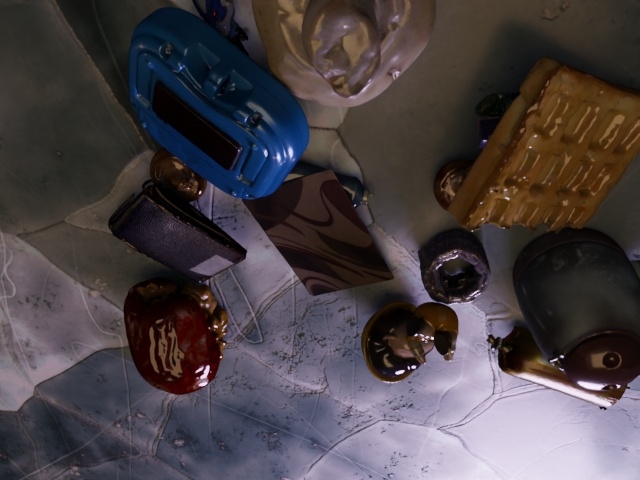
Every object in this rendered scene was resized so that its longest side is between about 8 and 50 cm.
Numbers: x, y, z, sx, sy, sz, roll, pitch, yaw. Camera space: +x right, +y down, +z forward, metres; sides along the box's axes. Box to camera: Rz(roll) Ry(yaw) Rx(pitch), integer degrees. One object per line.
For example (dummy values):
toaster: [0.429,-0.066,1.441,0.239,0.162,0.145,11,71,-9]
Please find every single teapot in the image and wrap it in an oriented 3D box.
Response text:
teapot: [0.560,0.144,1.031,0.315,0.312,0.233,-11,121,15]

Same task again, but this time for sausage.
sausage: [0.534,0.288,1.241,0.318,0.117,0.125,19,108,-1]

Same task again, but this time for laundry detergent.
laundry detergent: [0.008,-0.107,1.107,0.207,0.061,0.096,12,120,0]

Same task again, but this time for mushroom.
mushroom: [-0.296,-0.138,1.122,0.109,0.085,0.126,7,124,36]
mushroom: [0.285,-0.103,1.050,0.127,0.087,0.127,4,118,8]
mushroom: [0.038,-0.337,0.797,0.315,0.336,0.314,-2,125,-3]

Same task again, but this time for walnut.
walnut: [-0.338,0.219,1.289,0.244,0.222,0.268,-17,118,-18]

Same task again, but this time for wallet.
wallet: [-0.315,-0.012,1.176,0.262,0.071,0.221,39,139,-22]

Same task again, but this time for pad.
pad: [0.000,0.000,1.161,0.220,0.004,0.330,-16,128,25]

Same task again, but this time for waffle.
waffle: [0.421,-0.147,0.925,0.349,0.077,0.304,2,127,-32]

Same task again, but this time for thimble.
thimble: [0.286,0.058,1.145,0.150,0.097,0.150,3,122,6]

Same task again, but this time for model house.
model house: [0.336,-0.211,0.967,0.101,0.100,0.087,-2,122,11]

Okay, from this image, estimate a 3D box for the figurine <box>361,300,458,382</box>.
figurine: [0.200,0.213,1.198,0.193,0.167,0.257,15,145,-27]

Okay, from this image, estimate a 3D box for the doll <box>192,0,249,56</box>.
doll: [-0.183,-0.413,0.944,0.096,0.070,0.195,11,133,39]

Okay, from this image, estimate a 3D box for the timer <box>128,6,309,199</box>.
timer: [-0.193,-0.223,0.950,0.340,0.115,0.309,38,153,-5]
